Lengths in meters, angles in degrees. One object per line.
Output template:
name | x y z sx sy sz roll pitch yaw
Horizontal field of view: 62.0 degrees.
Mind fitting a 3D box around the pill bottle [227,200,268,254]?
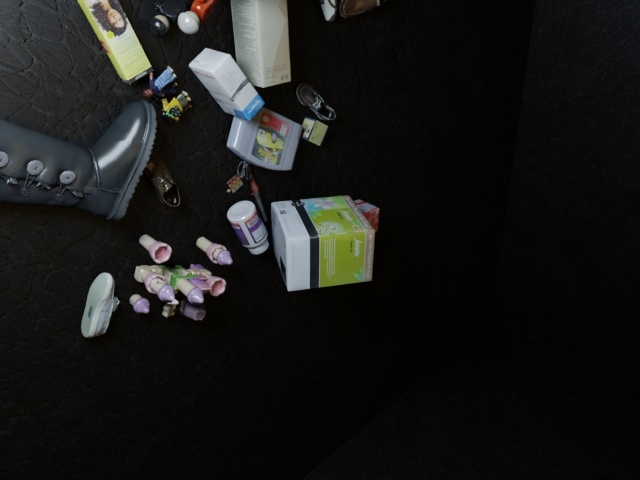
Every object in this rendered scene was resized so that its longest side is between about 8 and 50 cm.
pill bottle | -0.259 -0.042 1.959 0.108 0.108 0.193 -42 136 -22

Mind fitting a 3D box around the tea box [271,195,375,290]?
tea box | 0.000 0.000 1.999 0.323 0.329 0.220 -6 119 -14

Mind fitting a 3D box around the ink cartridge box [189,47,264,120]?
ink cartridge box | -0.289 -0.483 1.652 0.086 0.148 0.203 -50 139 -11

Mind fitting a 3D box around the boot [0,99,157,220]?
boot | -0.689 -0.256 1.391 0.445 0.146 0.367 14 99 -44

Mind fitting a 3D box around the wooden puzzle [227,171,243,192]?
wooden puzzle | -0.304 -0.204 1.900 0.083 0.006 0.049 -45 137 -19

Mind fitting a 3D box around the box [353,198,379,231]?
box | 0.123 -0.075 2.317 0.256 0.128 0.123 -23 126 -37

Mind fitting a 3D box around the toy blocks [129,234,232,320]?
toy blocks | -0.444 0.162 1.766 0.288 0.260 0.309 2 110 -47

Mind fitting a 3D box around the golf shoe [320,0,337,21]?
golf shoe | 0.001 -0.848 1.819 0.093 0.077 0.198 -21 122 -20

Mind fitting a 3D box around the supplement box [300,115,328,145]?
supplement box | -0.027 -0.415 2.029 0.083 0.056 0.083 14 101 -49

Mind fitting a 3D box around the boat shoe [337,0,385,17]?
boat shoe | 0.176 -0.889 1.945 0.257 0.095 0.095 -40 135 -23

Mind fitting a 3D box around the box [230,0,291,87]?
box | -0.187 -0.655 1.667 0.121 0.148 0.311 -25 129 -35

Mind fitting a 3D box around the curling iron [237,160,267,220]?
curling iron | -0.245 -0.177 1.949 0.274 0.035 0.068 73 31 -42

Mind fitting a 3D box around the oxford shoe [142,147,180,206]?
oxford shoe | -0.491 -0.198 1.645 0.083 0.096 0.227 -41 134 -20

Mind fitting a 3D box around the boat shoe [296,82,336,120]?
boat shoe | -0.011 -0.515 1.984 0.206 0.065 0.075 34 86 -49

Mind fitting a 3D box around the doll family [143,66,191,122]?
doll family | -0.455 -0.421 1.575 0.111 0.076 0.193 -45 136 -16

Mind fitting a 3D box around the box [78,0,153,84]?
box | -0.545 -0.545 1.426 0.087 0.058 0.232 -42 136 -22

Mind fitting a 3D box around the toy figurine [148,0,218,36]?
toy figurine | -0.400 -0.651 1.396 0.148 0.213 0.209 -58 141 -20

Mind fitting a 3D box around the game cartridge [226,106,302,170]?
game cartridge | -0.190 -0.355 1.877 0.294 0.060 0.196 13 96 -49

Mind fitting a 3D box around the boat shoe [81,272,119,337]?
boat shoe | -0.688 0.203 1.687 0.081 0.079 0.228 3 115 -54
